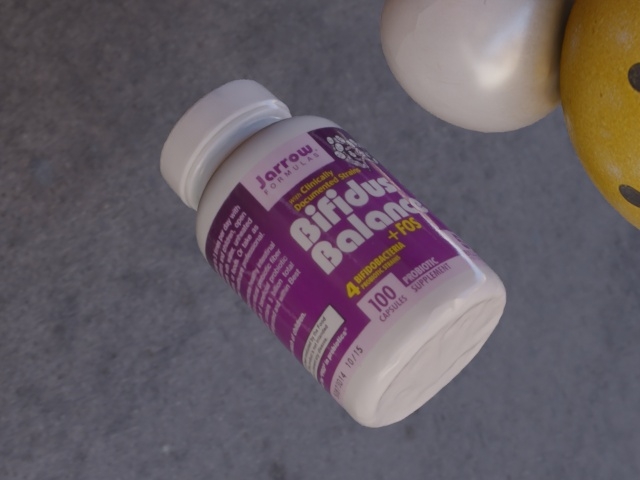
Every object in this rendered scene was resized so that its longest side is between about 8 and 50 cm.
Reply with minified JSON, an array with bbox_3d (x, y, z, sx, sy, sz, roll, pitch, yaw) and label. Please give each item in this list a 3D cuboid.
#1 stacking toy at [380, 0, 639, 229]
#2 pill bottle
[{"bbox_3d":[0.252,-0.079,0.645,0.350,0.479,0.351,-32,127,-55],"label":"stacking toy"},{"bbox_3d":[0.000,0.000,1.043,0.301,0.169,0.169,45,31,22],"label":"pill bottle"}]
